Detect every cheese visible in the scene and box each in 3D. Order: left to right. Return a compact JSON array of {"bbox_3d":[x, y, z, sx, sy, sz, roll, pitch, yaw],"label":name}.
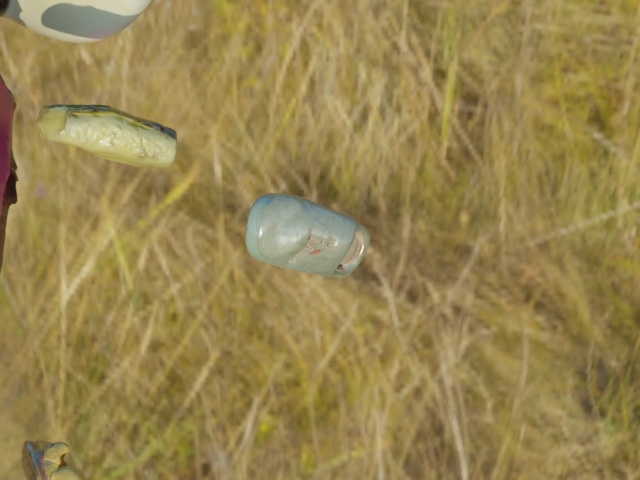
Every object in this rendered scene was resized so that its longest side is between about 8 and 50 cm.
[{"bbox_3d":[-0.122,-0.060,0.868,0.083,0.044,0.030,12,79,-37],"label":"cheese"}]

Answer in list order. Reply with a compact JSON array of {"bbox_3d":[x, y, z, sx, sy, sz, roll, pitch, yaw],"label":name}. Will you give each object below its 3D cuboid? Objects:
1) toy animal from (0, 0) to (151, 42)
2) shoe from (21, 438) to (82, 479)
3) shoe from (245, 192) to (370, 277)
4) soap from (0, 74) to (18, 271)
[{"bbox_3d":[-0.188,-0.204,0.992,0.179,0.166,0.138,14,86,-14],"label":"toy animal"},{"bbox_3d":[-0.358,0.303,2.051,0.069,0.072,0.109,-3,16,-30],"label":"shoe"},{"bbox_3d":[0.000,0.000,2.130,0.100,0.251,0.103,20,95,38],"label":"shoe"},{"bbox_3d":[-0.294,-0.036,0.810,0.250,0.099,0.162,-10,53,10],"label":"soap"}]
